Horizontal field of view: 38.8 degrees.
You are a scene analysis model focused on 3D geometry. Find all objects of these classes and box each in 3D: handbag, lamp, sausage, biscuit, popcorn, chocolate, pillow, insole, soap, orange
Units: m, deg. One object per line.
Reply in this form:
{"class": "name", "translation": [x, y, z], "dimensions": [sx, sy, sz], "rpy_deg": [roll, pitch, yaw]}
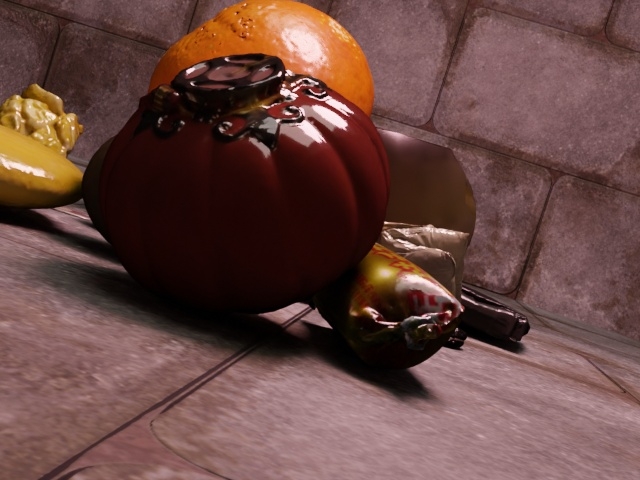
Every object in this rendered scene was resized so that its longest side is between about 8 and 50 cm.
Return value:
{"class": "handbag", "translation": [0.264, 0.125, 1.625], "dimensions": [0.223, 0.080, 0.247], "rpy_deg": [26, 2, 13]}
{"class": "lamp", "translation": [-0.077, -0.056, 0.947], "dimensions": [0.303, 0.257, 0.303], "rpy_deg": [-5, 30, 3]}
{"class": "sausage", "translation": [0.064, 0.069, 0.965], "dimensions": [0.125, 0.117, 0.317], "rpy_deg": [8, 4, -9]}
{"class": "biscuit", "translation": [0.168, 0.132, 1.319], "dimensions": [0.089, 0.027, 0.087], "rpy_deg": [18, 4, 19]}
{"class": "popcorn", "translation": [-0.463, -0.140, 1.458], "dimensions": [0.173, 0.168, 0.195], "rpy_deg": [4, -29, -28]}
{"class": "chocolate", "translation": [0.127, -0.044, 1.882], "dimensions": [0.326, 0.314, 0.297], "rpy_deg": [14, -5, -11]}
{"class": "pillow", "translation": [0.160, 0.060, 1.430], "dimensions": [0.134, 0.181, 0.078], "rpy_deg": [11, 43, 17]}
{"class": "insole", "translation": [-0.456, -0.064, 1.466], "dimensions": [0.197, 0.004, 0.065], "rpy_deg": [18, 3, 5]}
{"class": "soap", "translation": [-0.515, -0.125, 1.184], "dimensions": [0.427, 0.115, 0.306], "rpy_deg": [18, -1, -16]}
{"class": "orange", "translation": [-0.116, -0.243, 1.607], "dimensions": [0.326, 0.424, 0.424], "rpy_deg": [57, -4, -9]}

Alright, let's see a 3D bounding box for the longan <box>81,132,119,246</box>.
{"class": "longan", "translation": [-0.199, -0.059, 1.170], "dimensions": [0.212, 0.198, 0.198], "rpy_deg": [4, 7, -16]}

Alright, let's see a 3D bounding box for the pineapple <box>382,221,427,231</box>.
{"class": "pineapple", "translation": [-0.034, -0.002, 1.322], "dimensions": [0.334, 0.158, 0.161], "rpy_deg": [19, 3, 12]}
